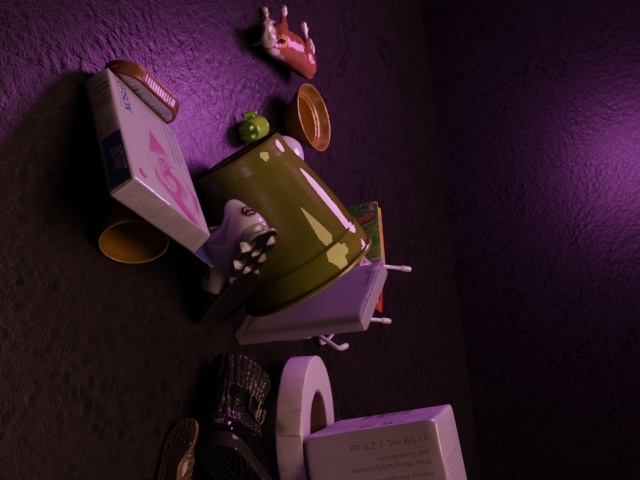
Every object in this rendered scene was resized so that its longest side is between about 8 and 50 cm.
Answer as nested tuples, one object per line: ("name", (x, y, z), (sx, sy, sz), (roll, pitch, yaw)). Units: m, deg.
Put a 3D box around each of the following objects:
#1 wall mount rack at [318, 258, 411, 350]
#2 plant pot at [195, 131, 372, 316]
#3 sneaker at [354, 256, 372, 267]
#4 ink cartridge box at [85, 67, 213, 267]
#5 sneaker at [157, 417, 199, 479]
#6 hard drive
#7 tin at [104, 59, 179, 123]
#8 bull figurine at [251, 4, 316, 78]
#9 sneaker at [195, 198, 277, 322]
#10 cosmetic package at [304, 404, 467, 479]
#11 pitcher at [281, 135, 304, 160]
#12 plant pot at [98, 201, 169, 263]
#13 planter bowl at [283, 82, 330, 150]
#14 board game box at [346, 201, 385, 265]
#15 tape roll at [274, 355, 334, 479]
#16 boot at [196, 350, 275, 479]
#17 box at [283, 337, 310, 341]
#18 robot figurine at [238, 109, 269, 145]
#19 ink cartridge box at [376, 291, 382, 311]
("wall mount rack", (0.130, 0.185, 2.068), (0.304, 0.130, 0.350), (-24, 138, -55))
("plant pot", (-0.116, -0.062, 1.667), (0.353, 0.367, 0.366), (59, 31, -14))
("sneaker", (0.108, 0.091, 2.295), (0.302, 0.108, 0.121), (62, 31, -16))
("ink cartridge box", (-0.327, -0.144, 1.384), (0.330, 0.071, 0.324), (43, 18, -53))
("sneaker", (-0.296, 0.468, 1.406), (0.071, 0.066, 0.188), (74, 27, -52))
("hard drive", (-0.024, 0.160, 1.713), (0.047, 0.353, 0.233), (66, 29, -26))
("tin", (-0.383, -0.312, 1.445), (0.190, 0.106, 0.040), (43, 44, -50))
("bull figurine", (-0.112, -0.624, 2.109), (0.310, 0.101, 0.188), (30, 52, -57))
("sneaker", (-0.214, 0.046, 1.524), (0.122, 0.330, 0.146), (-14, 54, -48))
("cosmetic package", (0.189, 0.639, 1.670), (0.327, 0.330, 0.393), (23, 55, -72))
("pitcher", (-0.141, -0.207, 1.896), (0.178, 0.126, 0.207), (43, 54, -33))
("plant pot", (-0.374, -0.031, 1.355), (0.134, 0.134, 0.095), (46, 25, -49))
("planter bowl", (-0.056, -0.381, 2.143), (0.217, 0.090, 0.217), (35, 50, -56))
("board game box", (0.161, -0.004, 2.403), (0.039, 0.124, 0.259), (17, 66, -62))
("tape roll", (-0.035, 0.499, 1.784), (0.392, 0.072, 0.391), (-4, 90, -77))
("boot", (-0.172, 0.451, 1.568), (0.260, 0.131, 0.347), (-89, 169, -50))
("box", (-0.061, 0.148, 1.935), (0.113, 0.094, 0.275), (57, 34, -37))
("robot figurine", (-0.185, -0.310, 1.885), (0.115, 0.067, 0.101), (-47, 128, -59))
("ink cartridge box", (0.211, 0.176, 2.532), (0.179, 0.045, 0.145), (37, 49, -51))
